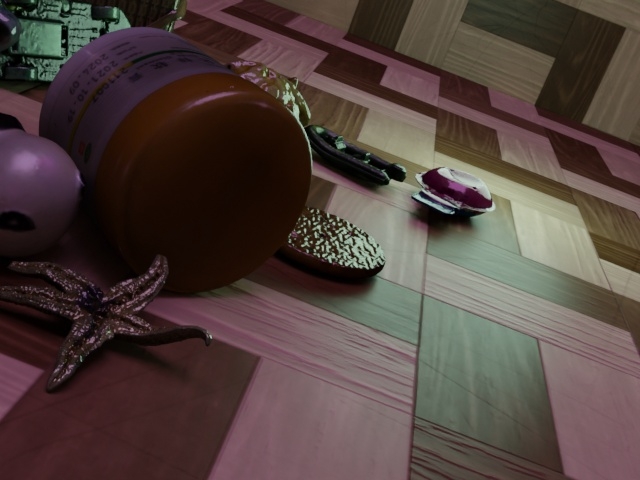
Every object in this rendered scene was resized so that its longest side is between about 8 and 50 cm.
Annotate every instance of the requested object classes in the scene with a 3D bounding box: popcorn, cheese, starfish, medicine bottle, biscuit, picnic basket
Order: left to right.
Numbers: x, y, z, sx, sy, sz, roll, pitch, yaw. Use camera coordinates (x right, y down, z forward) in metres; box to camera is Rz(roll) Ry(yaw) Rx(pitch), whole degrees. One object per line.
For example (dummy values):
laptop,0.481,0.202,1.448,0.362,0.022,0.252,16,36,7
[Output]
starfish,-0.208,0.070,0.885,0.223,0.050,0.217,12,25,9
picnic basket,-0.416,-0.441,1.802,0.313,0.175,0.228,13,22,-11
medicine bottle,-0.167,-0.096,1.072,0.238,0.238,0.232,2,27,-42
popcorn,-0.111,-0.184,1.441,0.167,0.185,0.187,37,10,-8
biscuit,-0.001,0.001,1.292,0.188,0.027,0.188,19,21,-8
cheese,0.227,-0.079,1.668,0.155,0.062,0.244,26,22,16

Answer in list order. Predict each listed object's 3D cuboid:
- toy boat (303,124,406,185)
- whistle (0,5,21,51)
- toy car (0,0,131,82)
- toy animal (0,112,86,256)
toy boat,0.056,-0.149,1.689,0.210,0.052,0.104,30,25,21
whistle,-0.603,-0.320,1.225,0.405,0.188,0.168,32,18,-15
toy car,-0.440,-0.323,1.541,0.125,0.136,0.306,8,10,31
toy animal,-0.338,-0.053,0.966,0.179,0.138,0.166,33,47,13
